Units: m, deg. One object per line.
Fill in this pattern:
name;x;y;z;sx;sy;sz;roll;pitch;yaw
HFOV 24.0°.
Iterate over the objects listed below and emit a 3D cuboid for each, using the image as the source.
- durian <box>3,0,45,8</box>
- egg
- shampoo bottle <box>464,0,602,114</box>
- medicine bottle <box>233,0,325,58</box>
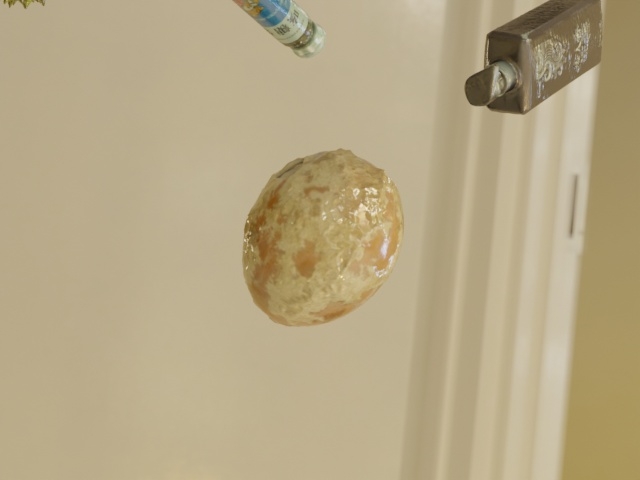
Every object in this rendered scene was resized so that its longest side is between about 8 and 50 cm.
durian;-0.295;-0.317;1.428;0.198;0.159;0.146;47;-164;-16
egg;0.000;0.000;1.838;0.195;0.233;0.195;25;-160;-10
shampoo bottle;0.253;-0.219;1.803;0.071;0.098;0.309;15;-153;29
medicine bottle;-0.060;-0.278;1.783;0.051;0.051;0.191;4;163;33
